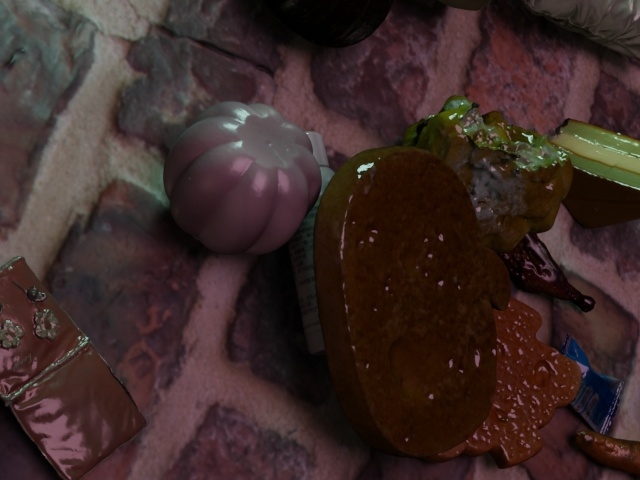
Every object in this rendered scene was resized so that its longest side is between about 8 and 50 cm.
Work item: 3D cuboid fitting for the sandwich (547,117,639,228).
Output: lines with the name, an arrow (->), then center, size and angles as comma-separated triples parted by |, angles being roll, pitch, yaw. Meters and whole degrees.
sandwich -> 0.424, -0.110, 1.919 | 0.117, 0.187, 0.144 | -44, 107, -37

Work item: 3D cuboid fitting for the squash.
squash -> 0.004, -0.334, 1.721 | 0.193, 0.156, 0.193 | 16, 71, -56

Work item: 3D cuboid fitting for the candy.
candy -> 0.361, 0.198, 1.861 | 0.136, 0.038, 0.088 | 39, 63, -24

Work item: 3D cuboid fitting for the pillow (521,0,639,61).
pillow -> 0.396, -0.417, 2.025 | 0.310, 0.138, 0.283 | 11, 69, -35

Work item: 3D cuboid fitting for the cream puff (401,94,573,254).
cream puff -> 0.205, -0.088, 1.770 | 0.221, 0.195, 0.194 | 28, 60, -12

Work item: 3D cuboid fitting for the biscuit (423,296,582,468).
biscuit -> 0.197, 0.141, 1.759 | 0.284, 0.043, 0.306 | -16, 80, -31

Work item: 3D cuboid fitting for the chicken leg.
chicken leg -> 0.299, 0.032, 1.870 | 0.205, 0.053, 0.093 | 57, 39, -11

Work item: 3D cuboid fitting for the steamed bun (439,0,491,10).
steamed bun -> 0.184, -0.464, 1.832 | 0.206, 0.275, 0.320 | 24, 27, -10

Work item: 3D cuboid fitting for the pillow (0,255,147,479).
pillow -> -0.286, 0.136, 1.432 | 0.126, 0.043, 0.232 | -43, 101, -37

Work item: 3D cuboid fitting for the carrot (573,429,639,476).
carrot -> 0.440, 0.298, 1.874 | 0.248, 0.059, 0.059 | 17, 66, -26

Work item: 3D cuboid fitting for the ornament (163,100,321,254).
ornament -> -0.093, -0.066, 1.566 | 0.177, 0.177, 0.177 | 12, 69, -31

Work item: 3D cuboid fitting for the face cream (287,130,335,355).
face cream -> 0.000, 0.000, 1.650 | 0.082, 0.082, 0.269 | -2, 77, -35

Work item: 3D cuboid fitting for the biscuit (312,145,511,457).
biscuit -> 0.113, 0.068, 1.624 | 0.314, 0.063, 0.367 | -16, 98, -47
